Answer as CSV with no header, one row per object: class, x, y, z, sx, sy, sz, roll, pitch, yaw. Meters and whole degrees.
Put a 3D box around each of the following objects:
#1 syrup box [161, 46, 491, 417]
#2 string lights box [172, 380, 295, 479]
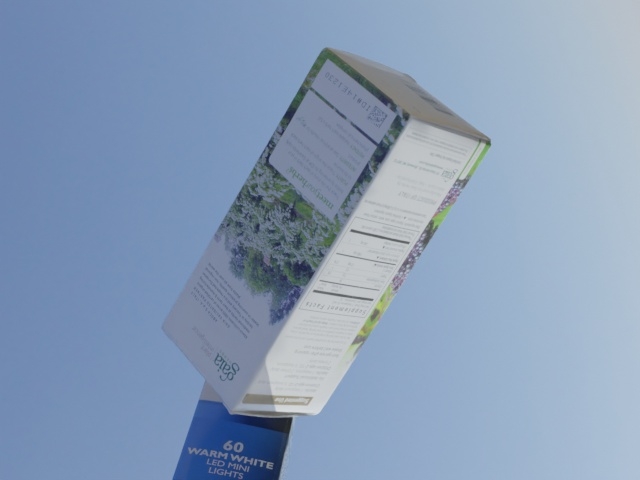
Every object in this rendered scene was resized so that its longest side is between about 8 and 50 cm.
syrup box,0.000,0.000,0.809,0.096,0.237,0.093,10,-153,-49
string lights box,-0.073,0.225,0.848,0.259,0.077,0.133,-77,-5,-56
